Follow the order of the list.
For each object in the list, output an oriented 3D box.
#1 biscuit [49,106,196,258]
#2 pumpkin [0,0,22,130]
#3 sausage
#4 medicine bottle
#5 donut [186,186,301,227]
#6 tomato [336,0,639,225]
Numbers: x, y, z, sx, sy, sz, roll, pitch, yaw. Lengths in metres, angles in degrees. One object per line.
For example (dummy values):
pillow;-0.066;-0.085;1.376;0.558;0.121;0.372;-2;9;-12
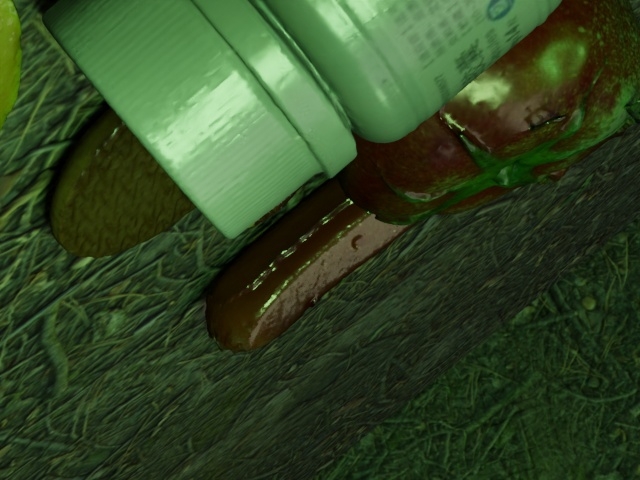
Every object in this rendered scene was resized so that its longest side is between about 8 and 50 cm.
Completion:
biscuit;-0.133;-0.083;1.382;0.262;0.037;0.262;-39;164;-14
pumpkin;-0.285;-0.108;0.908;0.217;0.110;0.217;-28;149;-19
sausage;0.000;0.000;1.780;0.330;0.102;0.102;-40;163;-8
medicine bottle;-0.010;-0.172;1.082;0.306;0.245;0.245;-40;163;-1
donut;-0.054;-0.070;1.436;0.140;0.059;0.140;-37;159;-17
tomato;0.123;-0.159;1.371;0.303;0.239;0.303;-19;168;-4
